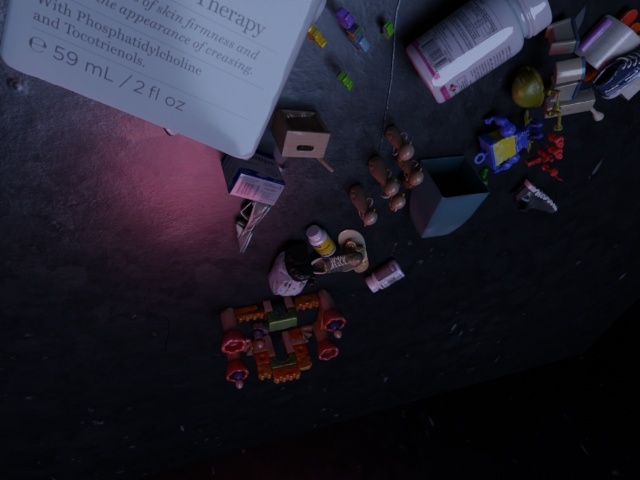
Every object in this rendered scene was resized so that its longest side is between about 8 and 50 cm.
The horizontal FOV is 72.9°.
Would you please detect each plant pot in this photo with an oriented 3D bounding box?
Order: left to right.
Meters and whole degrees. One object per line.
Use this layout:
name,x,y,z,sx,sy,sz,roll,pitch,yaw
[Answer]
plant pot,0.389,-0.125,1.395,0.166,0.165,0.234,-8,144,-16

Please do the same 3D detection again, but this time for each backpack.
backpack,-0.099,0.109,1.445,0.115,0.151,0.182,7,144,-23

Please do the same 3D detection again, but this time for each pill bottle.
pill bottle,0.000,0.000,1.417,0.065,0.065,0.116,-30,138,8
pill bottle,0.246,0.139,1.666,0.137,0.078,0.078,-33,138,11
pill bottle,0.356,-0.461,0.993,0.283,0.160,0.160,-31,139,20

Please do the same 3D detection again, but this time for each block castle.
block castle,-0.146,0.383,1.647,0.454,0.212,0.302,-9,137,-16

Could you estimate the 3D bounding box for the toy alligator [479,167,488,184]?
toy alligator,0.522,-0.161,1.491,0.056,0.051,0.189,8,130,-30

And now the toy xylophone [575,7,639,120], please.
toy xylophone,0.849,-0.495,1.261,0.323,0.081,0.236,22,123,-40

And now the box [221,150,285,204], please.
box,-0.173,-0.169,1.102,0.126,0.137,0.072,12,127,-34

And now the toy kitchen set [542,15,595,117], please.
toy kitchen set,0.674,-0.466,1.171,0.122,0.165,0.207,-7,162,16

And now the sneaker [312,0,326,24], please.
sneaker,-0.114,-0.429,0.884,0.151,0.094,0.255,15,117,-42

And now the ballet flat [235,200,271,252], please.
ballet flat,-0.211,-0.056,1.274,0.068,0.072,0.213,29,121,-11

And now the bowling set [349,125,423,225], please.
bowling set,0.237,-0.175,1.269,0.200,0.154,0.286,5,132,-28

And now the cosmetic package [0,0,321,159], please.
cosmetic package,-0.186,-0.396,0.627,0.330,0.327,0.393,19,115,-22

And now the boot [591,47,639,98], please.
boot,0.831,-0.470,1.161,0.086,0.069,0.190,11,132,-37

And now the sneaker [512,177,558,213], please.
sneaker,0.794,-0.146,1.617,0.234,0.078,0.106,24,124,-36

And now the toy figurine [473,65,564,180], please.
toy figurine,0.560,-0.291,1.278,0.217,0.191,0.362,-25,138,10

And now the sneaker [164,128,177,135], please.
sneaker,-0.310,-0.337,0.916,0.132,0.086,0.228,-25,148,-8

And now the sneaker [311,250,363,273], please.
sneaker,0.043,0.080,1.463,0.192,0.064,0.086,-15,173,29

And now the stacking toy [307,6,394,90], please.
stacking toy,0.066,-0.450,0.931,0.167,0.052,0.221,-49,152,7

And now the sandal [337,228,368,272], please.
sandal,0.133,0.056,1.525,0.088,0.079,0.240,-25,139,2

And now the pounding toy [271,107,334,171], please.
pounding toy,-0.038,-0.250,1.083,0.141,0.130,0.100,-2,135,-23
